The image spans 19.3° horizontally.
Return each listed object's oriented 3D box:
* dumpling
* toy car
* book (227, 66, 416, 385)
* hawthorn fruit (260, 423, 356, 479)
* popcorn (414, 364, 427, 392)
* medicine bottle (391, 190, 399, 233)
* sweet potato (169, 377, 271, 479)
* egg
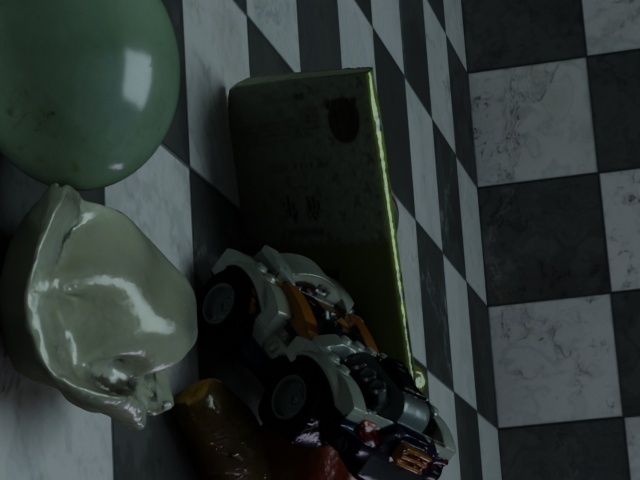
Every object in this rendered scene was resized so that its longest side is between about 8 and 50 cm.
[{"bbox_3d":[-0.159,0.057,1.357,0.250,0.132,0.162,58,25,-62],"label":"dumpling"},{"bbox_3d":[0.013,0.124,1.772,0.193,0.118,0.301,28,12,-42],"label":"toy car"},{"bbox_3d":[0.000,0.000,1.939,0.035,0.239,0.352,-11,96,-38],"label":"book"},{"bbox_3d":[-0.005,0.261,1.884,0.157,0.157,0.194,68,23,-49],"label":"hawthorn fruit"},{"bbox_3d":[0.047,0.211,2.105,0.187,0.167,0.185,59,22,-70],"label":"popcorn"},{"bbox_3d":[0.017,0.021,2.155,0.250,0.131,0.131,-78,157,-57],"label":"medicine bottle"},{"bbox_3d":[-0.078,0.212,1.763,0.077,0.077,0.243,-84,160,-45],"label":"sweet potato"},{"bbox_3d":[-0.175,-0.127,1.340,0.149,0.149,0.192,54,25,-65],"label":"egg"}]
